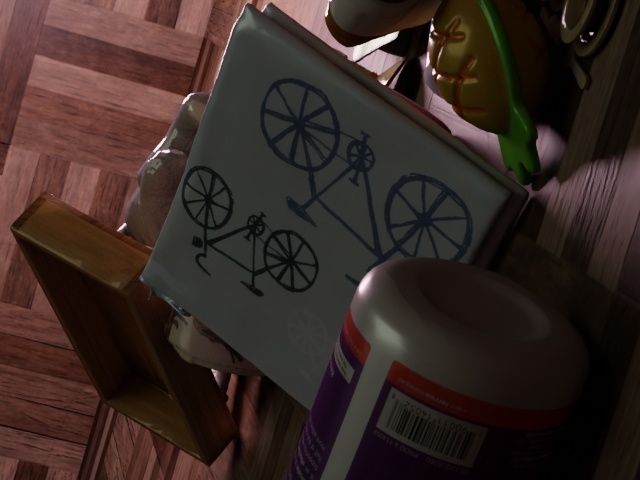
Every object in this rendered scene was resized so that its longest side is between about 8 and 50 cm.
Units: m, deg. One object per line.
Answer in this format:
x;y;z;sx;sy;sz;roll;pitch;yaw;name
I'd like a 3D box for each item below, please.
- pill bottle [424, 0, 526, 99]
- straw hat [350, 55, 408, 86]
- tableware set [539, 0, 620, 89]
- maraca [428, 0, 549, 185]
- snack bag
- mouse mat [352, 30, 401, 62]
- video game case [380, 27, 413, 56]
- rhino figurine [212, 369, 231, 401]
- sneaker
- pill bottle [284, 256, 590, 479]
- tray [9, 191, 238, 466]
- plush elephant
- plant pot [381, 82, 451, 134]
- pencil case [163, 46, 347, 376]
0.148;-0.213;1.709;0.087;0.087;0.160;127;155;-60;pill bottle
0.034;-0.168;2.091;0.144;0.061;0.144;-55;-2;-2;straw hat
0.211;-0.220;1.551;0.194;0.039;0.128;-101;29;-63;tableware set
0.151;-0.138;1.569;0.127;0.099;0.185;96;156;-78;maraca
0.000;0.000;1.700;0.037;0.323;0.342;-26;-34;-51;snack bag
0.080;-0.292;2.134;0.190;0.007;0.152;168;116;-73;mouse mat
0.096;-0.359;2.229;0.275;0.035;0.248;-130;57;-75;video game case
-0.135;0.137;2.571;0.106;0.073;0.243;139;143;-62;rhino figurine
0.107;-0.271;1.647;0.290;0.106;0.123;-36;-8;-29;sneaker
0.067;0.186;1.378;0.181;0.182;0.322;-102;30;-64;pill bottle
-0.245;0.120;2.363;0.076;0.203;0.411;-50;-31;-22;tray
-0.140;0.011;2.408;0.330;0.255;0.272;-43;-29;1;plush elephant
0.034;-0.063;1.842;0.180;0.201;0.201;-59;12;-3;plant pot
-0.067;-0.045;2.195;0.183;0.160;0.410;8;-84;-64;pencil case
